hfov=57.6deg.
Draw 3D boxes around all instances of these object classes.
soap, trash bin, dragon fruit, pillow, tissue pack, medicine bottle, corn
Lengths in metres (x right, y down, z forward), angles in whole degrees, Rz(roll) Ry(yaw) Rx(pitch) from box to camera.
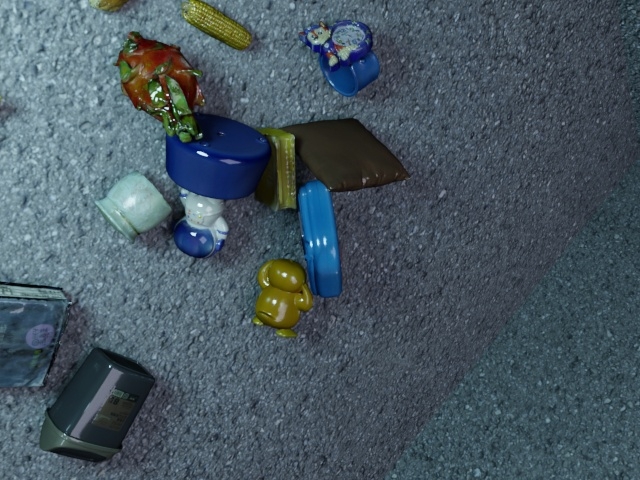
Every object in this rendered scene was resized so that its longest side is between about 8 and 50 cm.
[{"bbox_3d":[-0.137,-0.207,1.701,0.076,0.135,0.233,-19,122,-31],"label":"soap"},{"bbox_3d":[-0.613,0.461,1.604,0.209,0.182,0.290,38,79,-42],"label":"trash bin"},{"bbox_3d":[-0.372,-0.359,1.362,0.198,0.269,0.200,-36,142,19],"label":"dragon fruit"},{"bbox_3d":[0.070,-0.257,1.744,0.305,0.308,0.108,-14,141,-34],"label":"pillow"},{"bbox_3d":[-0.809,0.220,1.367,0.361,0.122,0.259,13,105,-44],"label":"tissue pack"},{"bbox_3d":[-0.474,-0.084,1.477,0.143,0.147,0.147,-42,131,-12],"label":"medicine bottle"},{"bbox_3d":[-0.263,-0.549,1.484,0.207,0.068,0.068,19,97,-42],"label":"corn"}]

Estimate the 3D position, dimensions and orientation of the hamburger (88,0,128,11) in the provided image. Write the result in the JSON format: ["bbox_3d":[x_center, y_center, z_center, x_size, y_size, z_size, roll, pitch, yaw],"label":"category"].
[{"bbox_3d":[-0.444,-0.594,1.303,0.102,0.087,0.176,9,102,-40],"label":"hamburger"}]

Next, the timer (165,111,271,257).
[{"bbox_3d":[-0.302,-0.116,1.561,0.270,0.270,0.383,-6,127,-37],"label":"timer"}]

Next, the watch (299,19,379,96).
[{"bbox_3d":[0.069,-0.528,1.701,0.171,0.196,0.200,-32,149,-11],"label":"watch"}]

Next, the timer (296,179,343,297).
[{"bbox_3d":[0.000,0.000,1.780,0.115,0.309,0.340,-7,152,0],"label":"timer"}]

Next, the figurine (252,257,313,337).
[{"bbox_3d":[-0.122,0.181,1.867,0.215,0.215,0.228,42,69,-43],"label":"figurine"}]
